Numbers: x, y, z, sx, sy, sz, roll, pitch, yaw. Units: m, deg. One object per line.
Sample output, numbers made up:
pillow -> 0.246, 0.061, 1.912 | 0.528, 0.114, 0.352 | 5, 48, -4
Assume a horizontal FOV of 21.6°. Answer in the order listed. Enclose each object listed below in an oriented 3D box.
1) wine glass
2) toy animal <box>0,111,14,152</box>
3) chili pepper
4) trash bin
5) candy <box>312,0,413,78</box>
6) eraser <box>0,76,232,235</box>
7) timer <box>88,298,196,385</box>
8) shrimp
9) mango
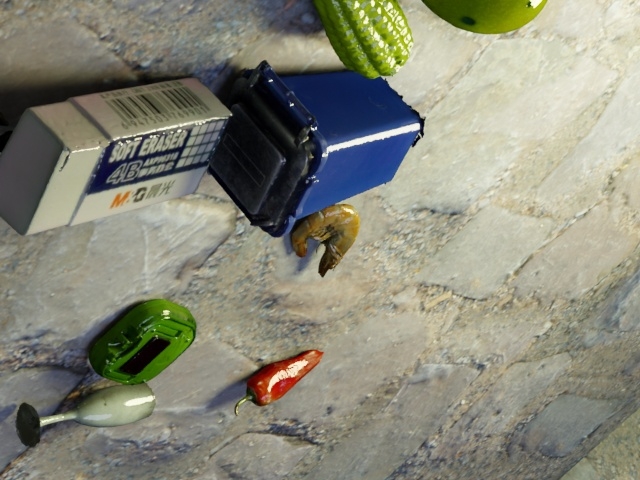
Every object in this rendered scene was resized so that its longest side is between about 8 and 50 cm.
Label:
wine glass -> -0.321, 0.238, 2.317 | 0.198, 0.066, 0.066 | -8, 141, -42
toy animal -> -0.371, -0.099, 1.748 | 0.108, 0.062, 0.220 | -32, 158, -8
chili pepper -> -0.064, 0.210, 2.563 | 0.191, 0.050, 0.059 | -30, 151, -35
trash bin -> -0.002, -0.127, 2.014 | 0.234, 0.162, 0.184 | -16, 147, -41
candy -> 0.038, -0.267, 1.912 | 0.096, 0.097, 0.209 | -36, 146, 2
eraser -> -0.227, -0.095, 1.819 | 0.287, 0.086, 0.130 | -17, 145, -56
timer -> -0.239, 0.140, 2.270 | 0.140, 0.047, 0.128 | -42, 150, 12
shrimp -> 0.003, 0.006, 2.330 | 0.095, 0.045, 0.162 | -18, 149, -28
mango -> 0.166, -0.338, 1.868 | 0.175, 0.143, 0.293 | -6, 150, 19
